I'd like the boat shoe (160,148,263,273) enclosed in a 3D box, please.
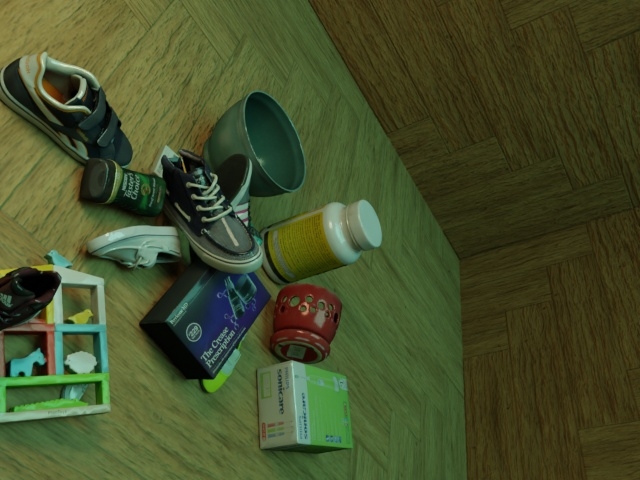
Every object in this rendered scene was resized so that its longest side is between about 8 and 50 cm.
[{"bbox_3d":[-0.252,-0.072,1.330,0.127,0.340,0.158,-29,141,-35],"label":"boat shoe"}]

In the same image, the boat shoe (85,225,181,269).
[{"bbox_3d":[-0.380,0.020,1.274,0.258,0.095,0.084,-9,77,-63],"label":"boat shoe"}]

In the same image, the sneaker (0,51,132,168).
[{"bbox_3d":[-0.484,-0.253,1.224,0.321,0.127,0.126,38,40,-50],"label":"sneaker"}]

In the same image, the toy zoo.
[{"bbox_3d":[-0.466,0.159,1.040,0.192,0.030,0.293,9,64,-47],"label":"toy zoo"}]

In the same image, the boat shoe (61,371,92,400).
[{"bbox_3d":[-0.433,0.257,1.080,0.035,0.035,0.100,51,32,-35],"label":"boat shoe"}]

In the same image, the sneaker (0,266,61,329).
[{"bbox_3d":[-0.504,0.101,0.868,0.281,0.162,0.106,-37,100,-52],"label":"sneaker"}]

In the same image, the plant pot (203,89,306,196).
[{"bbox_3d":[-0.201,-0.245,1.681,0.293,0.196,0.293,42,39,-46],"label":"plant pot"}]

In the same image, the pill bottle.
[{"bbox_3d":[0.000,0.000,1.749,0.188,0.334,0.188,41,39,-45],"label":"pill bottle"}]

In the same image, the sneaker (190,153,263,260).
[{"bbox_3d":[-0.212,-0.061,1.551,0.178,0.124,0.295,28,80,-60],"label":"sneaker"}]

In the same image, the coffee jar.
[{"bbox_3d":[-0.422,-0.113,1.286,0.184,0.079,0.096,17,80,-58],"label":"coffee jar"}]

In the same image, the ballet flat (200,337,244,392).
[{"bbox_3d":[-0.222,0.256,1.441,0.077,0.077,0.231,55,31,-31],"label":"ballet flat"}]

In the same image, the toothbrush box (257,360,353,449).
[{"bbox_3d":[-0.038,0.456,1.615,0.283,0.122,0.206,32,46,-53],"label":"toothbrush box"}]

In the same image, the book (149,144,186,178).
[{"bbox_3d":[-0.359,-0.156,1.505,0.144,0.035,0.096,49,37,-37],"label":"book"}]

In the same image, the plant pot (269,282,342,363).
[{"bbox_3d":[-0.042,0.240,1.676,0.191,0.191,0.174,47,39,-40],"label":"plant pot"}]

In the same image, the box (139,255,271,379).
[{"bbox_3d":[-0.251,0.156,1.359,0.184,0.103,0.261,55,46,-24],"label":"box"}]
